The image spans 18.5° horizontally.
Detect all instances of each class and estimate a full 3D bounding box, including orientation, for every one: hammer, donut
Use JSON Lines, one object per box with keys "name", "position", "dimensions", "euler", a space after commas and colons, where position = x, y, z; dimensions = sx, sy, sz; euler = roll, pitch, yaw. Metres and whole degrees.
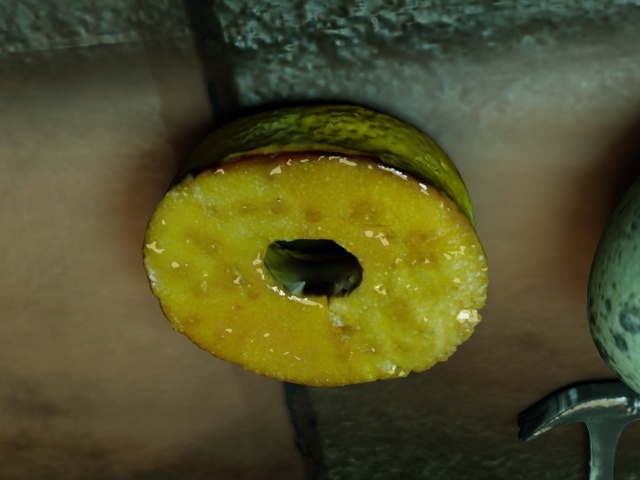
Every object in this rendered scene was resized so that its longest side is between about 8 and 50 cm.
{"name": "hammer", "position": [0.140, 0.147, 1.012], "dimensions": [0.078, 0.021, 0.201], "euler": [0, 131, 6]}
{"name": "donut", "position": [0.000, 0.000, 0.871], "dimensions": [0.151, 0.058, 0.152], "euler": [3, 132, 4]}

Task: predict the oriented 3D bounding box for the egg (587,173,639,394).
{"name": "egg", "position": [0.184, 0.011, 0.814], "dimensions": [0.132, 0.132, 0.172], "euler": [35, 137, -23]}
